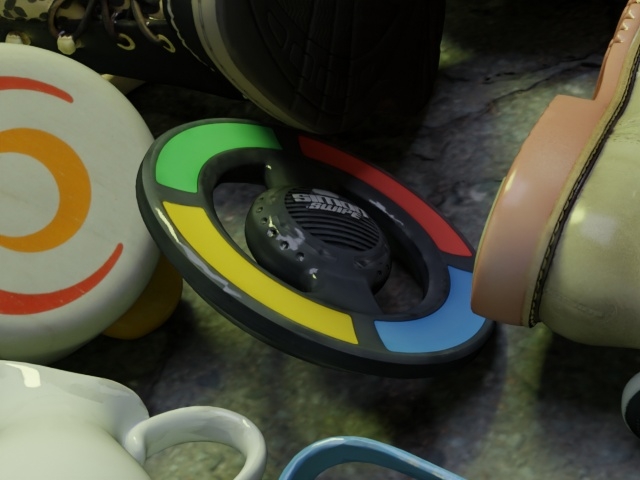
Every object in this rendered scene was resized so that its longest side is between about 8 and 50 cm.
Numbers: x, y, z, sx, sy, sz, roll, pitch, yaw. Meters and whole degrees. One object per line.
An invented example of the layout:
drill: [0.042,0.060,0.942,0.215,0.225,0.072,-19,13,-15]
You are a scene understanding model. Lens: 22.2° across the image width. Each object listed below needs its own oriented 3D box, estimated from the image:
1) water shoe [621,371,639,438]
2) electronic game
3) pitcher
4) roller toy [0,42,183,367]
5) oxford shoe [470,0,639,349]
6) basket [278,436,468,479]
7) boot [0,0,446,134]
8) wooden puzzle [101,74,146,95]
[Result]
water shoe: [0.227,0.120,0.800,0.203,0.073,0.080,18,52,36]
electronic game: [0.000,0.000,0.962,0.229,0.048,0.229,21,29,-12]
pitcher: [-0.107,0.144,0.813,0.178,0.125,0.207,-2,27,-8]
roller toy: [-0.197,-0.015,1.009,0.209,0.191,0.146,-16,-6,-22]
oxford shoe: [0.225,-0.057,0.977,0.146,0.140,0.397,22,45,17]
basket: [0.051,0.236,0.590,0.255,0.201,0.289,19,75,22]
boot: [-0.094,-0.158,1.054,0.284,0.138,0.377,11,8,19]
wooden puzzle: [-0.307,-0.154,1.314,0.348,0.080,0.322,-39,44,-25]
